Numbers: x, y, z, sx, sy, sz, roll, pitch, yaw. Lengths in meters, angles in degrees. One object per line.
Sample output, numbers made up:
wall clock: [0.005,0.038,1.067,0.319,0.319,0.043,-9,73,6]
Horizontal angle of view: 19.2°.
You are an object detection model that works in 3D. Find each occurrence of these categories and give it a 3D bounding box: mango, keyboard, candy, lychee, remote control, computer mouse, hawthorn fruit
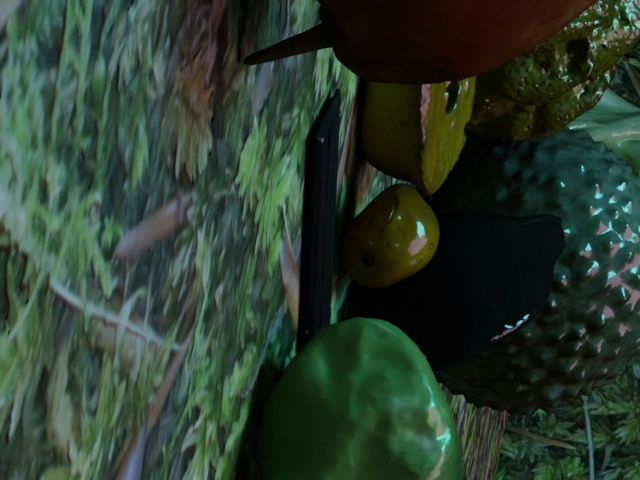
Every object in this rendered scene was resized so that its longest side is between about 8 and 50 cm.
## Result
mango: [0.051,-0.001,1.373,0.080,0.060,0.114,-44,179,11]
keyboard: [0.000,0.000,1.268,0.067,0.011,0.202,-69,165,-53]
candy: [0.031,0.156,1.312,0.142,0.132,0.343,59,-4,18]
lychee: [0.194,0.024,1.733,0.274,0.255,0.255,-38,152,-20]
remote control: [0.039,0.042,1.507,0.039,0.014,0.096,-54,154,-70]
computer mouse: [0.110,0.022,1.487,0.264,0.147,0.088,-47,116,-71]
hawthorn fruit: [0.060,-0.179,0.952,0.262,0.210,0.210,-57,173,11]

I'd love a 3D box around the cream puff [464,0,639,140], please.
cream puff: [0.179,-0.206,1.623,0.244,0.196,0.244,-166,-90,-71]

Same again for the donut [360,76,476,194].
donut: [0.072,-0.125,1.394,0.162,0.065,0.178,23,79,-74]

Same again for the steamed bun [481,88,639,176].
steamed bun: [0.289,-0.021,2.016,0.346,0.237,0.394,121,-25,-69]
